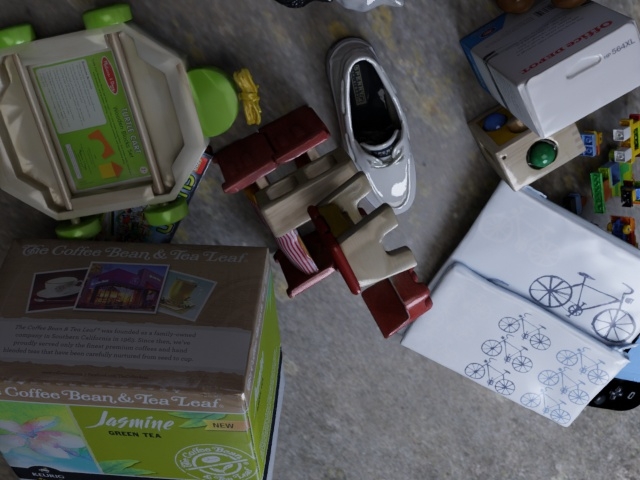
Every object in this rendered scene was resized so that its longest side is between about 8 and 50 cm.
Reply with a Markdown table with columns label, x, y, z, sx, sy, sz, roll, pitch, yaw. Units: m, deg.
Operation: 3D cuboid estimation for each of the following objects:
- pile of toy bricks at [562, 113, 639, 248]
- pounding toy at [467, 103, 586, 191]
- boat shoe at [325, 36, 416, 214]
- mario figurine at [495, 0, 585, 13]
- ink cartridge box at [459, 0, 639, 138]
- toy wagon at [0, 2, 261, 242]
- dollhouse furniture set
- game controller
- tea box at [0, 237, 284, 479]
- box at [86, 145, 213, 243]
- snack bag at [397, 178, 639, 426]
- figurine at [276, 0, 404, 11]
| label | x | y | z | sx | sy | sz | roll | pitch | yaw |
| --- | --- | --- | --- | --- | --- | --- | --- | --- | --- |
| pile of toy bricks | 0.436 | -0.086 | 1.152 | 0.105 | 0.118 | 0.212 | -27 | 116 | -37 |
| pounding toy | 0.284 | -0.150 | 1.044 | 0.130 | 0.141 | 0.100 | -31 | 121 | 7 |
| boat shoe | 0.077 | -0.138 | 1.039 | 0.096 | 0.088 | 0.267 | -16 | 121 | -3 |
| mario figurine | 0.166 | -0.354 | 0.874 | 0.320 | 0.170 | 0.198 | 30 | 135 | -35 |
| ink cartridge box | 0.283 | -0.227 | 0.963 | 0.148 | 0.203 | 0.086 | -30 | 121 | 6 |
| toy wagon | -0.238 | -0.145 | 0.941 | 0.344 | 0.068 | 0.267 | -10 | 113 | 5 |
| dollhouse furniture set | 0.000 | 0.000 | 0.940 | 0.152 | 0.374 | 0.201 | -29 | 120 | 0 |
| game controller | 0.571 | 0.166 | 1.331 | 0.166 | 0.067 | 0.319 | 18 | 115 | -20 |
| tea box | -0.226 | 0.181 | 0.997 | 0.329 | 0.220 | 0.323 | 2 | 137 | 5 |
| box | -0.239 | -0.055 | 1.051 | 0.114 | 0.036 | 0.207 | 20 | 114 | -22 |
| snack bag | 0.331 | 0.105 | 1.176 | 0.323 | 0.037 | 0.342 | 28 | 121 | -2 |
| figurine | -0.026 | -0.321 | 0.835 | 0.209 | 0.215 | 0.092 | 41 | 81 | -39 |
